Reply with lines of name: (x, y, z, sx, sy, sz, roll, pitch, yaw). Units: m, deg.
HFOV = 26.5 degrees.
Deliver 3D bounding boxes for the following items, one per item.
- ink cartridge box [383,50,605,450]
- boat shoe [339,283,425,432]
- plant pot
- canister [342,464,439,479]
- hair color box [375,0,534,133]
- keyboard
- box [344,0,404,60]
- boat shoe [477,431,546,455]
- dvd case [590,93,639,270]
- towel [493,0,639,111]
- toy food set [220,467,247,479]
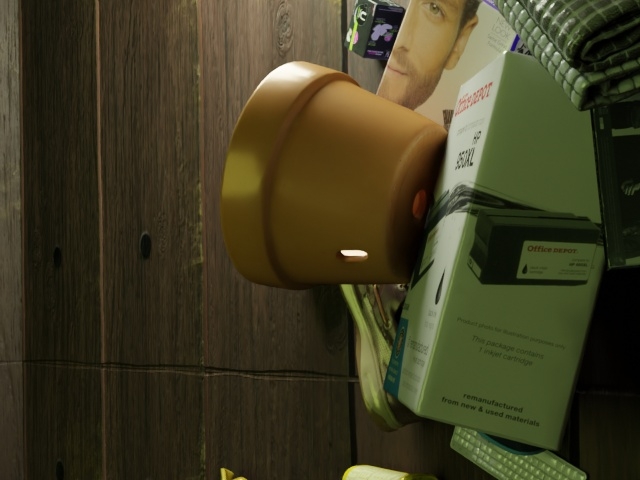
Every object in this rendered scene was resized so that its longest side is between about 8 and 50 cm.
ink cartridge box: (0.209, 0.010, 1.527, 0.285, 0.166, 0.395, 167, 118, -85)
boat shoe: (0.110, 0.094, 1.925, 0.123, 0.123, 0.342, -19, 65, 26)
plant pot: (0.037, -0.065, 1.689, 0.203, 0.291, 0.290, 13, 102, 28)
canister: (0.101, 0.390, 1.950, 0.170, 0.073, 0.126, -3, 86, 60)
hair color box: (0.170, -0.175, 1.788, 0.185, 0.110, 0.338, 43, 124, 36)
keyboard: (0.253, 0.284, 1.761, 0.256, 0.014, 0.072, 28, 113, 55)
box: (0.079, -0.317, 2.016, 0.062, 0.052, 0.083, 41, 122, 52)
boat shoe: (0.209, 0.169, 1.741, 0.258, 0.109, 0.089, 49, 140, 44)
dvd case: (0.398, -0.068, 1.355, 0.029, 0.239, 0.179, 47, -142, -81)
towel: (0.333, -0.269, 1.361, 0.235, 0.284, 0.121, -116, 5, -51)
toy food set: (-0.140, 0.505, 2.355, 0.128, 0.071, 0.217, 147, 123, -81)
